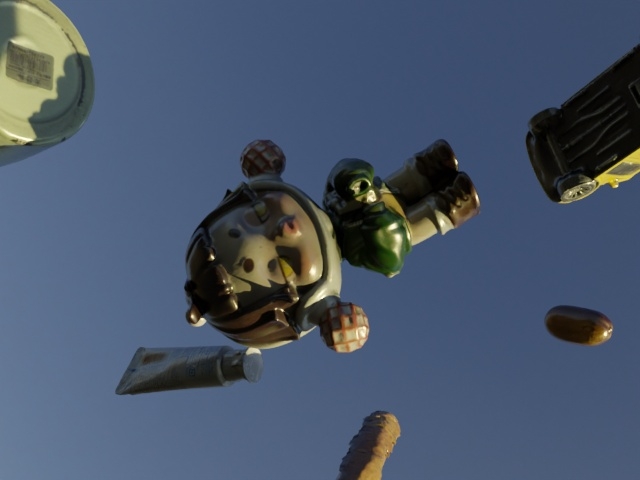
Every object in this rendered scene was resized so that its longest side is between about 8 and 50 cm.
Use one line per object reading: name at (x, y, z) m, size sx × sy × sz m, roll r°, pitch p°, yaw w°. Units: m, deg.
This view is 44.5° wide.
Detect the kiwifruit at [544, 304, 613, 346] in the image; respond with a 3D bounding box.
kiwifruit at (0.474, 0.157, 1.446) m, size 0.124 × 0.075 × 0.075 m, roll 12°, pitch -57°, yaw 36°

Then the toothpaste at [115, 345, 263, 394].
toothpaste at (-0.247, 0.237, 1.452) m, size 0.299 × 0.114 × 0.073 m, roll -8°, pitch -47°, yaw 29°

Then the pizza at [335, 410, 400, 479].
pizza at (0.025, 0.449, 1.178) m, size 0.080 × 0.435 × 0.392 m, roll 18°, pitch -15°, yaw 11°

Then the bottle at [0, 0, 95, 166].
bottle at (-0.490, -0.188, 1.042) m, size 0.351 × 0.229 × 0.229 m, roll -11°, pitch -71°, yaw 39°

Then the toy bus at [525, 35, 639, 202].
toy bus at (0.467, -0.186, 1.164) m, size 0.330 × 0.152 × 0.144 m, roll -41°, pitch -123°, yaw 45°

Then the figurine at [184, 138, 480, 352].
figurine at (0.000, 0.000, 0.914) m, size 0.167 × 0.369 × 0.281 m, roll 76°, pitch -12°, yaw -67°
